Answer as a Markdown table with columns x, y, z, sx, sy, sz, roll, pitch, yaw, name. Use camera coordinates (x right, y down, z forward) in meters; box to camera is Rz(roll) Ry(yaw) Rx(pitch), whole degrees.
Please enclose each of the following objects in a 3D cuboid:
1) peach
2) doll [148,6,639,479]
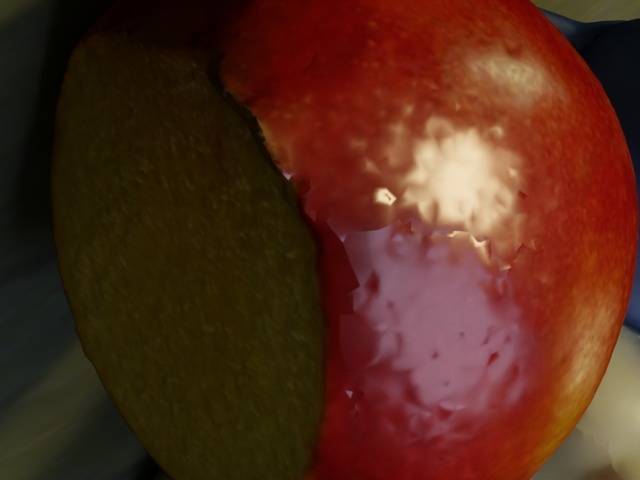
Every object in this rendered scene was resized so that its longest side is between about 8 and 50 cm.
| x | y | z | sx | sy | sz | roll | pitch | yaw | name |
| --- | --- | --- | --- | --- | --- | --- | --- | --- | --- |
| 0.000 | 0.000 | 0.596 | 0.190 | 0.190 | 0.192 | -50 | 144 | 14 | peach |
| 0.097 | 0.051 | 0.752 | 0.187 | 0.376 | 0.365 | 10 | 103 | -56 | doll |
